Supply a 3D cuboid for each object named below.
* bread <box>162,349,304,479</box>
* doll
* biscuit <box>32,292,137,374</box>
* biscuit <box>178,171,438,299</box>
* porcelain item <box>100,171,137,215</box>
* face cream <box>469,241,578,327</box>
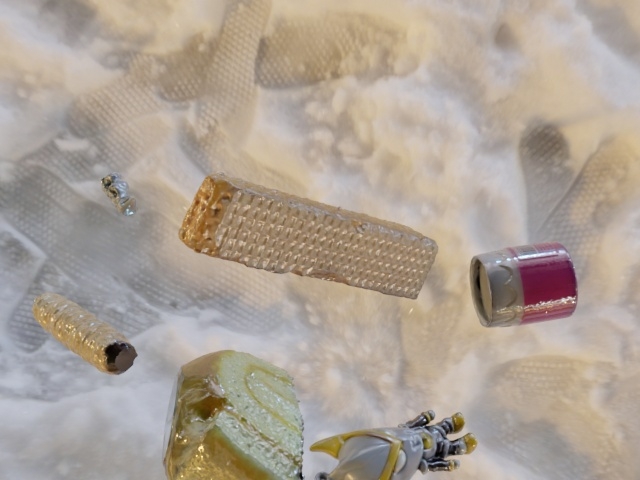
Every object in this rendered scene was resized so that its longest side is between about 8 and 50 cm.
[{"bbox_3d":[-0.190,0.403,1.734,0.264,0.395,0.239,23,109,-16],"label":"bread"},{"bbox_3d":[0.138,0.405,1.609,0.316,0.103,0.145,-12,75,-20],"label":"doll"},{"bbox_3d":[-0.311,0.122,1.134,0.219,0.061,0.055,22,65,44],"label":"biscuit"},{"bbox_3d":[0.000,0.000,1.052,0.054,0.379,0.094,36,107,44],"label":"biscuit"},{"bbox_3d":[-0.263,-0.062,1.127,0.083,0.028,0.036,42,118,45],"label":"porcelain item"},{"bbox_3d":[0.444,0.099,1.911,0.195,0.175,0.175,-8,81,-5],"label":"face cream"}]
